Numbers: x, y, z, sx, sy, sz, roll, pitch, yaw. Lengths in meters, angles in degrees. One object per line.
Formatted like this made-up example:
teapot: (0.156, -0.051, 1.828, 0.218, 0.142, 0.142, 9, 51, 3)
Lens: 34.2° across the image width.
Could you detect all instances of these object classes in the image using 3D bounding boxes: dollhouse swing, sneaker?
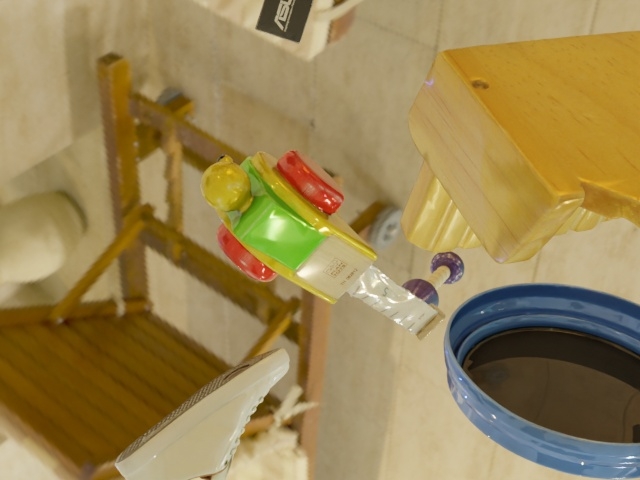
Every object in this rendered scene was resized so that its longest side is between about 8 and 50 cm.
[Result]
dollhouse swing: (0.280, -0.030, 1.016, 0.315, 0.347, 0.305, -117, 26, -44)
sneaker: (-0.145, 0.274, 1.495, 0.123, 0.290, 0.106, 54, 164, -5)

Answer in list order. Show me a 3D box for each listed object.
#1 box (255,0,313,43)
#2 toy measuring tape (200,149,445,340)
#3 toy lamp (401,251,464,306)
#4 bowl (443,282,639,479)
box: (-0.022, -0.368, 1.335, 0.060, 0.270, 0.216, 18, 102, -5)
toy measuring tape: (0.000, 0.000, 0.974, 0.121, 0.121, 0.330, 10, 165, 42)
toy lamp: (0.206, 0.086, 1.959, 0.080, 0.275, 0.080, 6, 108, 20)
bowl: (0.368, 0.193, 1.486, 0.391, 0.391, 0.077, 25, 125, 31)
